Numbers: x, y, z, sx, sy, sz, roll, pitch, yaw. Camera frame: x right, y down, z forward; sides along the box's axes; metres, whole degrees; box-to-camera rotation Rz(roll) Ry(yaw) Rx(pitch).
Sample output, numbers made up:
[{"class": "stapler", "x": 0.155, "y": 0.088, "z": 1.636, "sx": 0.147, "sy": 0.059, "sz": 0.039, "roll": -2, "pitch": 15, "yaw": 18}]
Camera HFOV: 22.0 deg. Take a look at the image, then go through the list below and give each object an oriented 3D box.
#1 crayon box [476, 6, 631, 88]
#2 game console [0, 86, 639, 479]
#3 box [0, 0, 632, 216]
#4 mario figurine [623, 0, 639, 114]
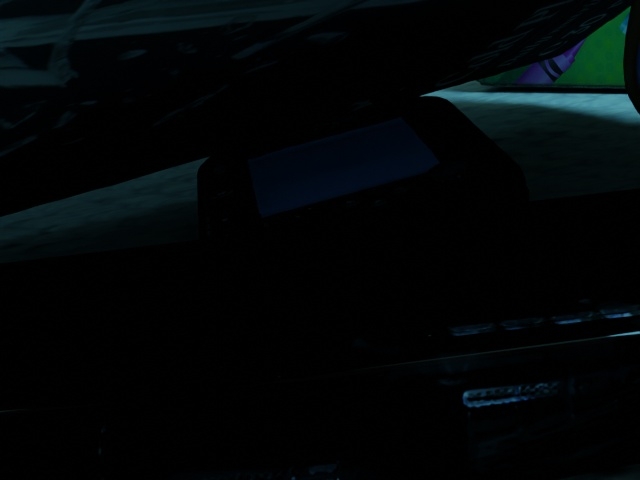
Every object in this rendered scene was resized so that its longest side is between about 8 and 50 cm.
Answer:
[{"class": "crayon box", "x": 0.228, "y": -0.148, "z": 0.932, "sx": 0.165, "sy": 0.081, "sz": 0.278, "roll": 5, "pitch": 17, "yaw": 39}, {"class": "game console", "x": 0.000, "y": 0.000, "z": 0.504, "sx": 0.213, "sy": 0.044, "sz": 0.361, "roll": -7, "pitch": 13, "yaw": -3}, {"class": "box", "x": -0.016, "y": -0.228, "z": 0.521, "sx": 0.471, "sy": 0.297, "sz": 0.480, "roll": -17, "pitch": -10, "yaw": -31}, {"class": "mario figurine", "x": 0.191, "y": -0.052, "z": 0.372, "sx": 0.198, "sy": 0.170, "sz": 0.320, "roll": -7, "pitch": 12, "yaw": -8}]
